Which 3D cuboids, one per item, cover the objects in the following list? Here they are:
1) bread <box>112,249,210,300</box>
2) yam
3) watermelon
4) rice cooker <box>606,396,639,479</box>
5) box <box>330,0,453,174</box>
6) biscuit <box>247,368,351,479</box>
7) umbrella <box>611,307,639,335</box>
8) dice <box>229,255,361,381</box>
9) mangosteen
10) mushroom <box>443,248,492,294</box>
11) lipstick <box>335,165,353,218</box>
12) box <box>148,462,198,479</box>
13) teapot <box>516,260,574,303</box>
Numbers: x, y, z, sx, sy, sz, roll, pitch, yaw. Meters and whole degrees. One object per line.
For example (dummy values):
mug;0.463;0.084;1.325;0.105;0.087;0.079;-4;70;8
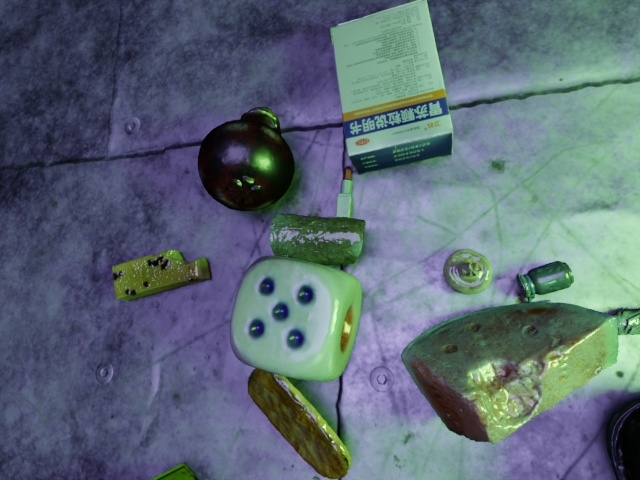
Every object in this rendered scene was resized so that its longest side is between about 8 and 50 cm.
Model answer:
bread;-0.361;0.071;0.940;0.225;0.049;0.088;-16;74;12
yam;0.000;0.000;0.821;0.182;0.107;0.107;3;78;16
watermelon;0.291;0.212;0.638;0.318;0.226;0.148;-18;100;23
rice cooker;0.531;0.315;0.525;0.266;0.224;0.268;-3;81;22
box;0.143;-0.308;0.848;0.199;0.106;0.300;-10;76;14
biscuit;-0.043;0.332;0.765;0.247;0.029;0.118;45;131;12
umbrella;0.544;0.126;0.666;0.188;0.050;0.046;-12;95;13
dice;-0.038;0.139;0.753;0.191;0.193;0.194;8;81;19
mangosteen;-0.153;-0.160;0.862;0.209;0.210;0.210;-4;77;16
mushroom;0.264;0.054;0.743;0.084;0.079;0.085;-3;80;16
lipstick;0.052;-0.096;0.866;0.030;0.030;0.130;1;78;17
box;-0.233;0.522;0.751;0.219;0.141;0.064;34;89;21
teapot;0.390;0.073;0.725;0.083;0.064;0.049;-20;41;14
